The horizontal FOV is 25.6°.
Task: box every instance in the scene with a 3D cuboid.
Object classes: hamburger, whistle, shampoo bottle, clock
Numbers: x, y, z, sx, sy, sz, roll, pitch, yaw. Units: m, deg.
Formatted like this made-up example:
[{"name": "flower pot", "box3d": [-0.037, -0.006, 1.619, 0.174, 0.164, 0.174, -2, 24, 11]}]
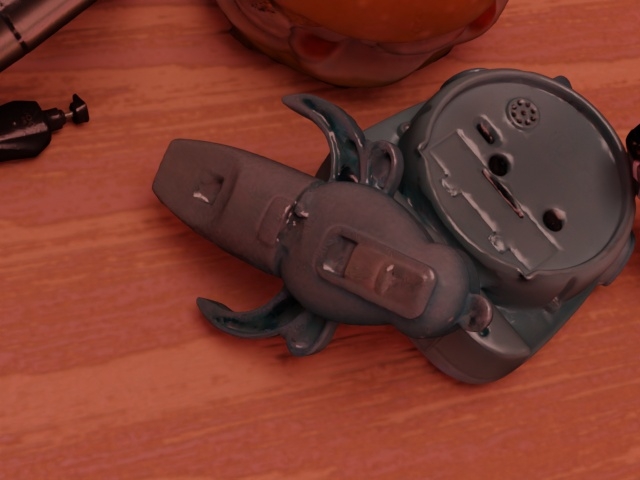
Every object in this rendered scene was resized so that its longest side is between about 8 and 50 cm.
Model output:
[{"name": "hamburger", "box3d": [0.037, -0.265, 1.097, 0.276, 0.237, 0.276, 2, 82, -11]}, {"name": "whistle", "box3d": [0.000, 0.000, 1.007, 0.274, 0.093, 0.186, 26, 97, 20]}, {"name": "shampoo bottle", "box3d": [-0.242, -0.080, 1.063, 0.137, 0.027, 0.048, -19, 73, -24]}, {"name": "clock", "box3d": [0.147, -0.038, 1.125, 0.274, 0.094, 0.223, -37, 82, -26]}]

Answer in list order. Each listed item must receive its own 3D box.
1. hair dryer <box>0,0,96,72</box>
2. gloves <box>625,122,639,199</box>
[{"name": "hair dryer", "box3d": [-0.321, -0.176, 0.982, 0.284, 0.155, 0.320, 40, 78, 20]}, {"name": "gloves", "box3d": [0.352, -0.004, 1.140, 0.285, 0.119, 0.142, 44, 82, -21]}]
